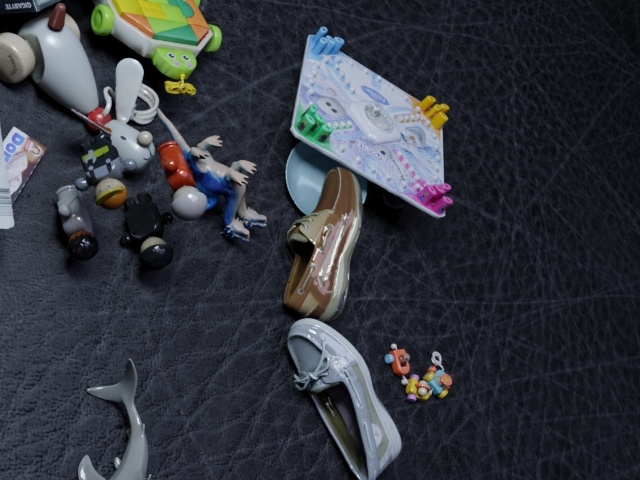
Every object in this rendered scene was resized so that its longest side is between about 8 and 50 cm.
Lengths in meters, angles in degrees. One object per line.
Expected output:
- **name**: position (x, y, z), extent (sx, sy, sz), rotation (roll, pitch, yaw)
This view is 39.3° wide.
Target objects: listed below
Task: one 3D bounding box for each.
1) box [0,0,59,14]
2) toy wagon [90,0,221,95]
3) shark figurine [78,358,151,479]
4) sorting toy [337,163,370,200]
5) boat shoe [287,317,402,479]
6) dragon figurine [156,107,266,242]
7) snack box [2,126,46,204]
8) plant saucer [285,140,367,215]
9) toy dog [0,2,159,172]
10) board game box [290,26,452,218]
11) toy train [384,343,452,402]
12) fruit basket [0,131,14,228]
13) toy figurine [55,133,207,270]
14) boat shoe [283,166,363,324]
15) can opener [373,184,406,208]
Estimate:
- **box**: position (-0.485, -0.452, 1.560), extent (0.220, 0.175, 0.051), rotation (-48, 133, -46)
- **toy wagon**: position (-0.314, -0.421, 1.721), extent (0.267, 0.068, 0.344), rotation (-2, 52, -43)
- **shark figurine**: position (-0.288, 0.334, 1.344), extent (0.166, 0.116, 0.278), rotation (33, 51, -25)
- **sorting toy**: position (0.069, -0.131, 1.962), extent (0.102, 0.061, 0.042), rotation (49, 3, -19)
- **boat shoe**: position (0.034, 0.291, 1.648), extent (0.103, 0.118, 0.320), rotation (-36, 100, -50)
- **dragon figurine**: position (-0.215, -0.112, 1.661), extent (0.289, 0.144, 0.085), rotation (33, 38, -7)
- **snack box**: position (-0.511, -0.102, 1.449), extent (0.064, 0.022, 0.178), rotation (34, 49, -21)
- **plant saucer**: position (0.007, -0.127, 1.885), extent (0.195, 0.037, 0.194), rotation (5, 79, -28)
- **toy dog**: position (-0.399, -0.282, 1.548), extent (0.334, 0.161, 0.220), rotation (30, 51, -25)
- **board game box**: position (0.128, -0.271, 1.988), extent (0.390, 0.050, 0.390), rotation (29, 39, -19)
- **toy train**: position (0.214, 0.270, 1.863), extent (0.166, 0.046, 0.125), rotation (6, 64, -39)
- **fruit basket**: position (-0.634, -0.170, 1.318), extent (0.327, 0.165, 0.353), rotation (7, 47, -39)
- **toy figurine**: position (-0.312, -0.055, 1.462), extent (0.210, 0.213, 0.148), rotation (4, 51, -41)
- **boat shoe**: position (0.000, 0.000, 1.758), extent (0.120, 0.122, 0.324), rotation (19, 64, -22)
- **can opener**: position (0.149, -0.207, 2.034), extent (0.076, 0.095, 0.283), rotation (0, 67, -42)
